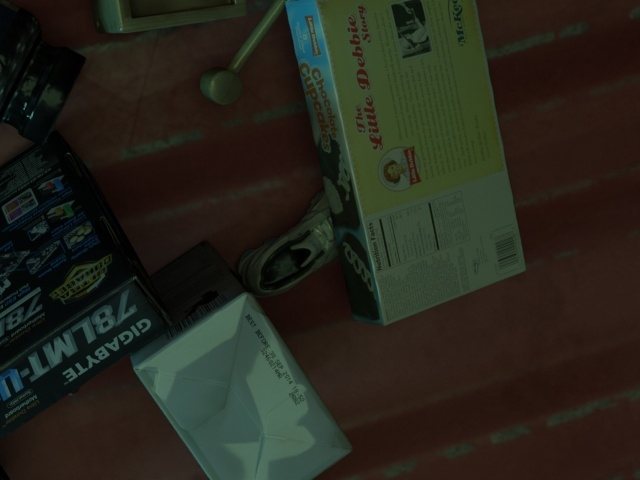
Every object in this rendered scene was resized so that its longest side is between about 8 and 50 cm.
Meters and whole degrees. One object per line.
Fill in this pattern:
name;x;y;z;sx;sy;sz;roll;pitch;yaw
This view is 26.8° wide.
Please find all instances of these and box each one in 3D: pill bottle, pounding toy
pill bottle;-0.334;-0.176;1.231;0.219;0.123;0.123;26;94;-13
pounding toy;-0.122;-0.233;1.276;0.181;0.094;0.206;-13;104;-24

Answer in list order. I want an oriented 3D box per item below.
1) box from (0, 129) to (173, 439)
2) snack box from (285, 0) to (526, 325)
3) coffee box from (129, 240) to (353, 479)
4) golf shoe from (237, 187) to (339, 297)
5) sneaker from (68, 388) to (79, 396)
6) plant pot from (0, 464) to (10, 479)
box;-0.305;0.062;1.187;0.295;0.293;0.073;-35;128;-4
snack box;0.088;-0.097;1.317;0.187;0.060;0.322;-18;102;-30
coffee box;-0.091;0.117;1.230;0.119;0.297;0.168;-34;103;-5
golf shoe;0.000;0.000;1.336;0.176;0.086;0.069;-40;101;-3
sneaker;-0.270;0.100;1.330;0.057;0.047;0.119;-39;105;-14
plant pot;-0.394;0.242;1.265;0.167;0.188;0.187;-43;103;-13
